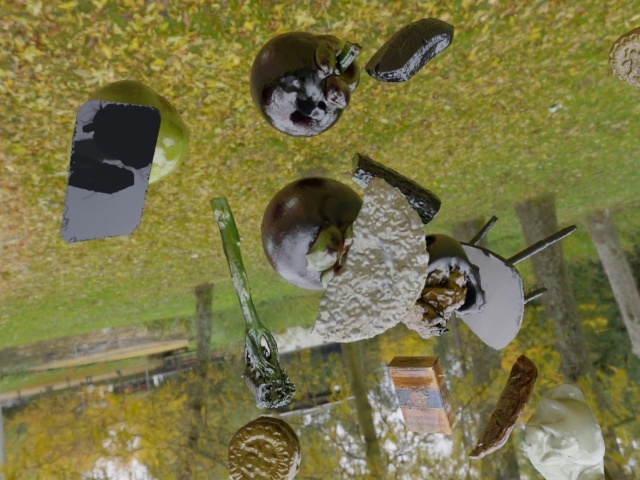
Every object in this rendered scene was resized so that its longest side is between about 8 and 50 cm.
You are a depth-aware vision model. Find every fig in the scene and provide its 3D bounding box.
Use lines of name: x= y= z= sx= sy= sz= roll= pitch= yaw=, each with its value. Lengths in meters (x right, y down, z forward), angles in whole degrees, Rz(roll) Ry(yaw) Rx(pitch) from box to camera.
fig: x=-0.501 y=-0.249 z=1.286 sx=0.326 sy=0.258 sz=0.258 roll=-27 pitch=165 yaw=16

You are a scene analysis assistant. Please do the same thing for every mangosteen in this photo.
mangosteen: x=-0.004 y=-0.008 z=1.339 sx=0.330 sy=0.330 sz=0.330 roll=-11 pitch=169 yaw=-2
mangosteen: x=-0.040 y=-0.424 z=1.418 sx=0.313 sy=0.297 sz=0.297 roll=33 pitch=-165 yaw=31

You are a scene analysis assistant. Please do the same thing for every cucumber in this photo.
cucumber: x=0.162 y=-0.118 z=1.090 sx=0.211 sy=0.078 sz=0.062 roll=31 pitch=139 yaw=-21

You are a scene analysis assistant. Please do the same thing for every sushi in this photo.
sushi: x=0.223 y=0.099 z=1.061 sx=0.204 sy=0.200 sz=0.213 roll=-20 pitch=162 yaw=-29

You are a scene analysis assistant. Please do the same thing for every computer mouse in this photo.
computer mouse: x=0.189 y=-0.407 z=1.065 sx=0.217 sy=0.073 sz=0.122 roll=-43 pitch=-145 yaw=-15

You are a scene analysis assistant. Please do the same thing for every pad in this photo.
pad: x=-0.419 y=-0.115 z=0.821 sx=0.323 sy=0.250 sz=0.055 roll=1 pitch=-153 yaw=-42

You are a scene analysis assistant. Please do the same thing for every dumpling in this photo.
dumpling: x=0.429 y=0.353 z=0.913 sx=0.134 sy=0.169 sz=0.100 roll=-11 pitch=-168 yaw=-1

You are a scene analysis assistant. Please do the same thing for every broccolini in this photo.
broccolini: x=-0.080 y=0.073 z=0.599 sx=0.071 sy=0.254 sz=0.057 roll=-11 pitch=-178 yaw=9

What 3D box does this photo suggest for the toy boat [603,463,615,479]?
toy boat: x=0.603 y=0.542 z=1.192 sx=0.111 sy=0.084 sz=0.276 roll=-11 pitch=-160 yaw=0

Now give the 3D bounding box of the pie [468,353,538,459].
pie: x=0.294 y=0.270 z=0.794 sx=0.033 sy=0.191 sz=0.088 roll=29 pitch=174 yaw=6

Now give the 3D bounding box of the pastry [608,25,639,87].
pastry: x=0.515 y=-0.291 z=0.805 sx=0.057 sy=0.109 sz=0.097 roll=-40 pitch=-137 yaw=-21

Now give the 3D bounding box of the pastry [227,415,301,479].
pastry: x=-0.143 y=0.549 z=1.302 sx=0.188 sy=0.189 sz=0.103 roll=-13 pitch=163 yaw=6

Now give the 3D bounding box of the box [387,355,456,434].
box: x=0.315 y=0.477 z=1.575 sx=0.152 sy=0.237 sz=0.070 roll=-10 pitch=-168 yaw=35

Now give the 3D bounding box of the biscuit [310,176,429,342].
biscuit: x=0.087 y=0.045 z=0.736 sx=0.133 sy=0.250 sz=0.032 roll=22 pitch=-175 yaw=1

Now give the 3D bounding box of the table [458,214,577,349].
table: x=0.465 y=0.055 z=1.311 sx=0.249 sy=0.317 sz=0.317 roll=-30 pitch=176 yaw=-22
